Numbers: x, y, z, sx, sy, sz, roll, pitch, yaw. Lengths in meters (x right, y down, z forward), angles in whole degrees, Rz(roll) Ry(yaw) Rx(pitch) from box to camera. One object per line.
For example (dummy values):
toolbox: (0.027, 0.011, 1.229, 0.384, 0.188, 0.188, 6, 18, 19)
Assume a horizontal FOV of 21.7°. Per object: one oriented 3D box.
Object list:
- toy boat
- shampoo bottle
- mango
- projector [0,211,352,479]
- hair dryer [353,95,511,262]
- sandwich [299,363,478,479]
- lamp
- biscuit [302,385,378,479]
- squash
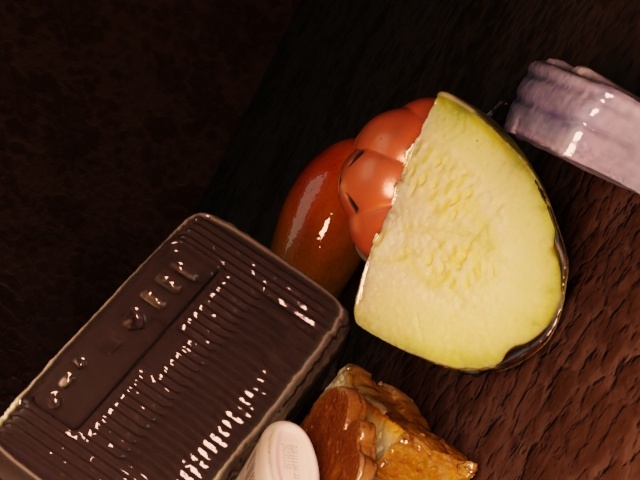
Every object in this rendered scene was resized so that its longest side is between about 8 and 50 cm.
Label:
toy boat: (0.228, -0.102, 1.432, 0.078, 0.127, 0.283, -65, 10, 5)
shampoo bottle: (-0.062, 0.256, 1.441, 0.108, 0.051, 0.221, -99, 28, -42)
mango: (0.002, -0.001, 2.187, 0.146, 0.129, 0.289, -179, 109, -75)
projector: (-0.174, 0.238, 1.746, 0.395, 0.242, 0.405, -48, -12, -37)
hair dryer: (0.143, -0.099, 1.986, 0.248, 0.078, 0.195, -42, 18, 30)
sandwich: (0.004, 0.276, 1.529, 0.301, 0.099, 0.271, -60, 12, 5)
lamp: (0.112, -0.050, 1.661, 0.188, 0.187, 0.164, -61, 8, -5)
biscuit: (0.012, 0.192, 1.416, 0.124, 0.026, 0.175, -66, 17, 8)
squash: (0.137, 0.002, 1.496, 0.155, 0.204, 0.237, -5, -64, -76)
